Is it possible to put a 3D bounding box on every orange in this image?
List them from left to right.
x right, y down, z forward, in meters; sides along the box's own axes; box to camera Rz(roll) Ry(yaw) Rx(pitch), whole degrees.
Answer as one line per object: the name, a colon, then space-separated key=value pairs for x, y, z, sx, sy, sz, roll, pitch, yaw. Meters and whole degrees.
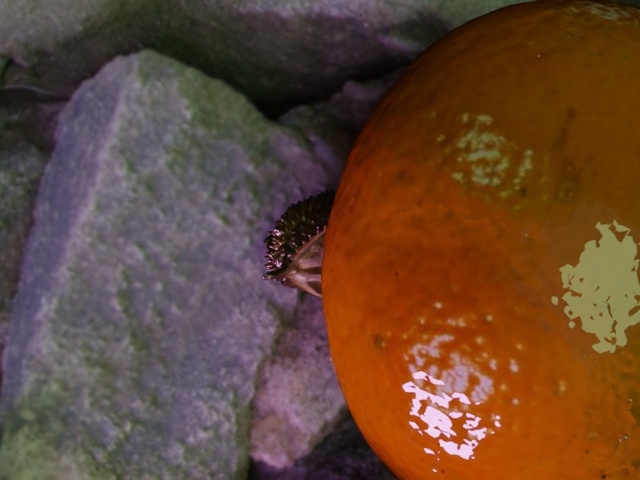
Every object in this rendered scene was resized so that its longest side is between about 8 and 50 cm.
orange: x=0.200 y=0.024 z=1.460 sx=0.424 sy=0.326 sz=0.424 roll=-18 pitch=115 yaw=-45

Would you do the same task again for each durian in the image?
durian: x=-0.001 y=0.001 z=1.560 sx=0.140 sy=0.071 sz=0.110 roll=-14 pitch=135 yaw=-33
